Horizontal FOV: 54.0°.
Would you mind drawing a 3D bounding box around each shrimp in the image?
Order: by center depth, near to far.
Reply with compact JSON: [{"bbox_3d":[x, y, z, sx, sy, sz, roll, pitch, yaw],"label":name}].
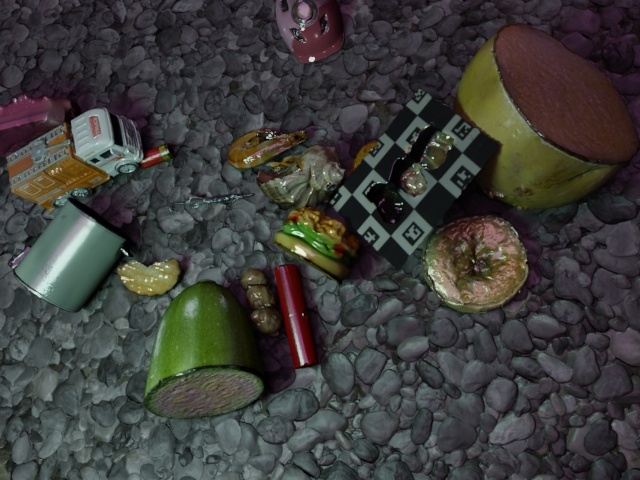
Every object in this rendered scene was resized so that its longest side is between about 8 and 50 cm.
[{"bbox_3d":[-0.156,-0.279,1.836,0.248,0.068,0.150,-8,53,12],"label":"shrimp"}]

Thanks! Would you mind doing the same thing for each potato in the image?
[{"bbox_3d":[0.511,-0.275,1.557,0.385,0.319,0.443,2,60,-26],"label":"potato"}]

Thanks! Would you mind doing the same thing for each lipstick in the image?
[{"bbox_3d":[-0.066,0.200,1.682,0.073,0.073,0.280,-16,72,10],"label":"lipstick"}]

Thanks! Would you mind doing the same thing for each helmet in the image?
[{"bbox_3d":[-0.043,-0.682,1.883,0.198,0.154,0.254,-21,66,7],"label":"helmet"}]

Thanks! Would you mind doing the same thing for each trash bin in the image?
[{"bbox_3d":[-0.714,0.043,1.820,0.277,0.217,0.263,35,86,3],"label":"trash bin"}]

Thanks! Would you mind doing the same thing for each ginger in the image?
[{"bbox_3d":[-0.162,0.161,1.702,0.080,0.104,0.204,-36,51,19],"label":"ginger"}]

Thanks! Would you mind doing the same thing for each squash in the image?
[{"bbox_3d":[-0.316,0.264,1.639,0.310,0.310,0.309,-22,55,8],"label":"squash"}]

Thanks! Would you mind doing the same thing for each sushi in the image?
[{"bbox_3d":[0.238,-0.142,1.548,0.373,0.100,0.296,-52,51,12],"label":"sushi"}]

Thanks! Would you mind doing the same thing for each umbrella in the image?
[{"bbox_3d":[-0.329,-0.124,1.861,0.268,0.044,0.044,-10,100,11],"label":"umbrella"}]

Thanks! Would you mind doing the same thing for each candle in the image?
[{"bbox_3d":[-0.517,-0.256,1.941,0.130,0.052,0.052,-21,71,9],"label":"candle"}]

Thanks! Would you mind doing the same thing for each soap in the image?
[{"bbox_3d":[-0.904,-0.360,1.991,0.324,0.220,0.128,-14,80,10],"label":"soap"}]

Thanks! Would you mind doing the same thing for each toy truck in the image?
[{"bbox_3d":[-0.744,-0.252,1.899,0.387,0.207,0.174,-25,68,15],"label":"toy truck"}]

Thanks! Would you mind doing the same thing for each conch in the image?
[{"bbox_3d":[-0.046,-0.160,1.733,0.291,0.159,0.210,-5,36,50],"label":"conch"}]

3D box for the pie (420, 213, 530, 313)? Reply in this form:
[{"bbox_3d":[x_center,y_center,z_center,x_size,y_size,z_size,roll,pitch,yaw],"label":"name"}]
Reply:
[{"bbox_3d":[0.394,0.053,1.607,0.273,0.055,0.275,-4,74,14],"label":"pie"}]

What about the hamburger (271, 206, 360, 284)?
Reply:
[{"bbox_3d":[0.000,0.000,1.646,0.237,0.237,0.149,28,84,20],"label":"hamburger"}]

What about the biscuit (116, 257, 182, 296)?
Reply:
[{"bbox_3d":[-0.488,0.102,1.811,0.182,0.061,0.118,-5,111,-4],"label":"biscuit"}]

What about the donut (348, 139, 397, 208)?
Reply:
[{"bbox_3d":[0.182,-0.165,1.694,0.226,0.114,0.227,-4,75,14],"label":"donut"}]
